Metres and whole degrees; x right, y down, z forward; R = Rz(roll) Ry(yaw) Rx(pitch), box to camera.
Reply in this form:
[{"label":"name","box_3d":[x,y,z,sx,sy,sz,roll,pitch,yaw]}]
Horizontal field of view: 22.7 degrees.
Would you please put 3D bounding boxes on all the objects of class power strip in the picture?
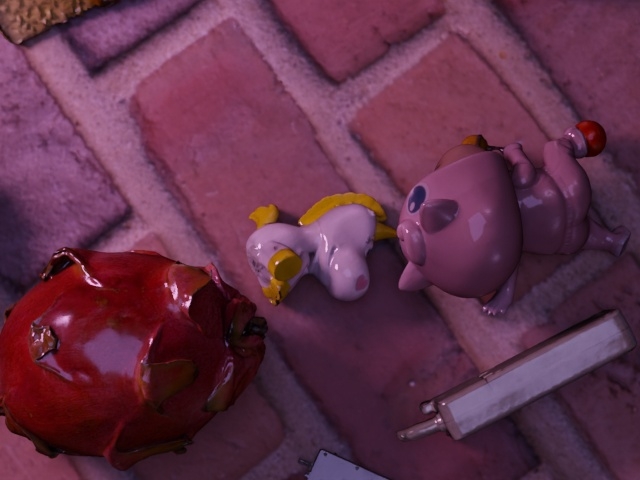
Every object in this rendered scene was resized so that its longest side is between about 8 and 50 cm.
[{"label":"power strip","box_3d":[0.217,0.163,1.810,0.288,0.093,0.053,-28,89,-2]},{"label":"power strip","box_3d":[0.037,0.280,1.837,0.136,0.019,0.051,23,88,1]}]

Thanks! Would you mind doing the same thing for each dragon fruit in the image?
[{"label":"dragon fruit","box_3d":[-0.227,0.123,1.748,0.315,0.250,0.250,11,86,17]}]

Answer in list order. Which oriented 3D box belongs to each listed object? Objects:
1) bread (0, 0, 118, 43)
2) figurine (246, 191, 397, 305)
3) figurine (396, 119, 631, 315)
[{"label":"bread","box_3d":[-0.293,-0.361,1.840,0.266,0.178,0.142,-30,55,-5]},{"label":"figurine","box_3d":[0.003,0.007,1.826,0.178,0.109,0.130,-5,64,-4]},{"label":"figurine","box_3d":[0.209,-0.033,1.814,0.287,0.176,0.186,-17,44,-17]}]
